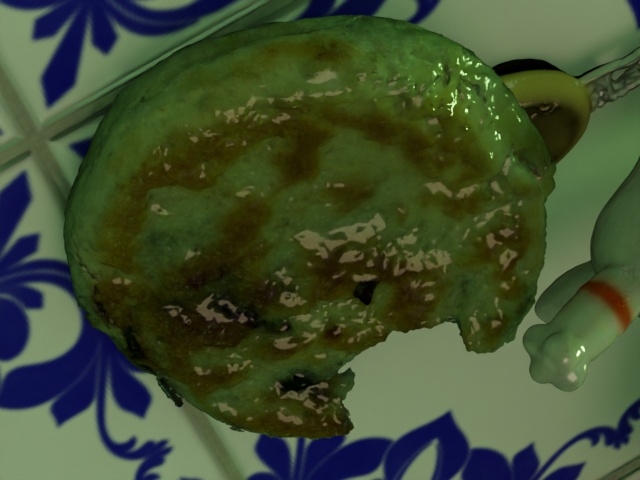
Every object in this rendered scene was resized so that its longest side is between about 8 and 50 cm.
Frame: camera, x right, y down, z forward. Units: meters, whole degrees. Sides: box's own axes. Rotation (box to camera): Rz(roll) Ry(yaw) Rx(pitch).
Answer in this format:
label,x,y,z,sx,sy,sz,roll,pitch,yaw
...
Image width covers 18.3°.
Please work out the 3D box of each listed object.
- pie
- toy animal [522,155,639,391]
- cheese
label,x,y,z,sx,sy,sz,roll,pitch,yaw
pie,-0.004,-0.005,1.150,0.302,0.067,0.302,-7,131,-8
toy animal,0.239,-0.006,1.211,0.138,0.140,0.282,33,83,0
cheese,0.145,-0.081,1.209,0.162,0.036,0.086,-27,131,-7
